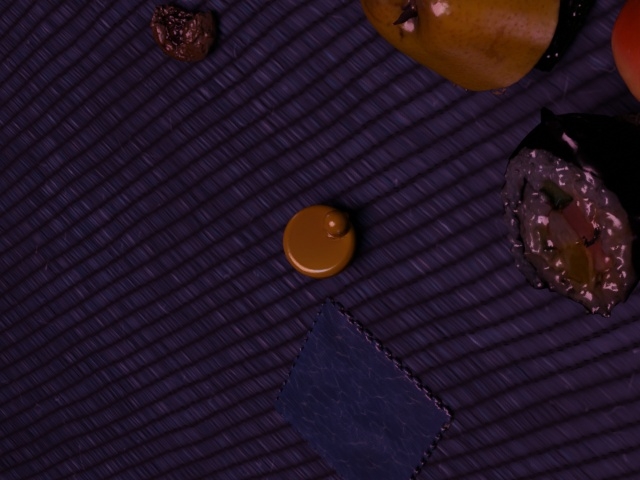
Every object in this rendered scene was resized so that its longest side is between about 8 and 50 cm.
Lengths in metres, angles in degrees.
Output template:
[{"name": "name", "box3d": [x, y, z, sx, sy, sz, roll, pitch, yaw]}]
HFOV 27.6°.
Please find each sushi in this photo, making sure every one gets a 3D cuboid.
[{"name": "sushi", "box3d": [0.332, -0.045, 1.434, 0.225, 0.218, 0.238, 98, 151, -43]}]

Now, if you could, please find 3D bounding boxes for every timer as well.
[{"name": "timer", "box3d": [0.000, 0.000, 1.831, 0.107, 0.109, 0.107, -1, 82, 8]}]

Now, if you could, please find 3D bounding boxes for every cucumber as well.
[{"name": "cucumber", "box3d": [0.283, -0.278, 1.485, 0.058, 0.058, 0.187, 40, 130, 24]}]

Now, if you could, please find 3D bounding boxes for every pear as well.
[{"name": "pear", "box3d": [0.132, -0.290, 1.505, 0.267, 0.178, 0.267, 10, 103, 54]}]

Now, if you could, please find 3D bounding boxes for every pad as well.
[{"name": "pad", "box3d": [0.056, 0.256, 1.962, 0.269, 0.012, 0.269, 42, 131, 22]}]

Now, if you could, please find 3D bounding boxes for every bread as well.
[{"name": "bread", "box3d": [-0.204, -0.304, 1.923, 0.113, 0.060, 0.082, 12, 113, 37]}]

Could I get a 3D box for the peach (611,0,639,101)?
[{"name": "peach", "box3d": [0.390, -0.204, 1.340, 0.184, 0.184, 0.184, 19, 120, 36]}]
